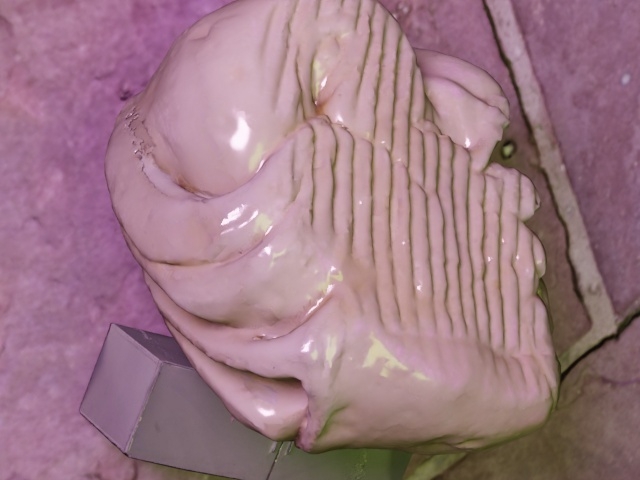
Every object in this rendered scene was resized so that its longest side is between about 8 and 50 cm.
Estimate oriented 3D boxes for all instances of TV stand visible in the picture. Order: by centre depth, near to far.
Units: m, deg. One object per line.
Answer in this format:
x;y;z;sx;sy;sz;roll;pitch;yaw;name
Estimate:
-0.049;0.142;1.407;0.270;0.088;0.082;16;98;-37;TV stand

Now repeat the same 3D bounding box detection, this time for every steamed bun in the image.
0.000;0.000;1.289;0.352;0.247;0.339;12;62;-37;steamed bun
